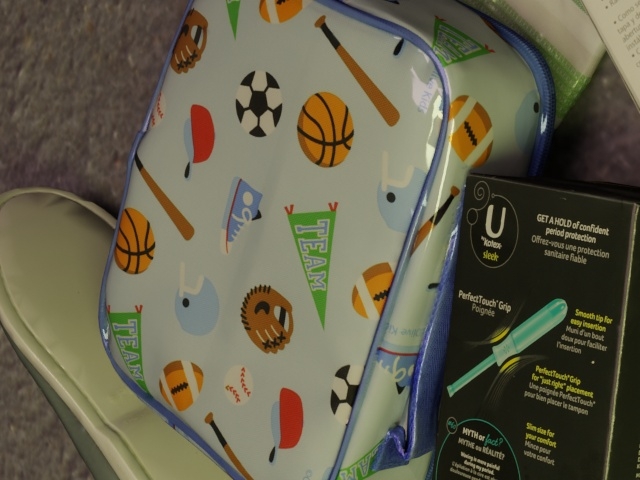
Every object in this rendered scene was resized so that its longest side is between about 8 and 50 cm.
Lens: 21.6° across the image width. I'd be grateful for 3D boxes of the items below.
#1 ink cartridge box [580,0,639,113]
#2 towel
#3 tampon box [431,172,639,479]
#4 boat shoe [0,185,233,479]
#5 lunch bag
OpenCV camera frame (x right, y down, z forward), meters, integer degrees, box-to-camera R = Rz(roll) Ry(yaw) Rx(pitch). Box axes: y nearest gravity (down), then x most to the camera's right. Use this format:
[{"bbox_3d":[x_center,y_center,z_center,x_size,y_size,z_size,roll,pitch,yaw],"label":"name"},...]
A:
[{"bbox_3d":[0.223,-0.224,0.771,0.296,0.066,0.261,-41,63,35],"label":"ink cartridge box"},{"bbox_3d":[0.093,-0.097,0.924,0.113,0.023,0.152,49,121,34],"label":"towel"},{"bbox_3d":[0.137,0.054,0.811,0.120,0.101,0.161,15,101,54],"label":"tampon box"},{"bbox_3d":[-0.139,0.095,1.084,0.319,0.116,0.099,53,142,32],"label":"boat shoe"},{"bbox_3d":[0.000,0.000,0.937,0.243,0.115,0.303,32,116,38],"label":"lunch bag"}]
